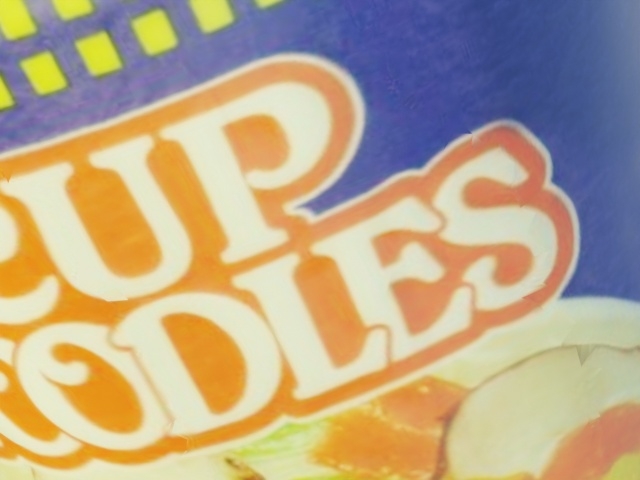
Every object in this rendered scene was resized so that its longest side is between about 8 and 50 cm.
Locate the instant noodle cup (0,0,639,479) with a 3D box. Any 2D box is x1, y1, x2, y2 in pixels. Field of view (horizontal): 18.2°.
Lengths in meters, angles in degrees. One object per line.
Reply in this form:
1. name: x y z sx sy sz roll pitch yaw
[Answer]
1. instant noodle cup: 0.000 0.000 0.539 0.284 0.284 0.312 -53 127 -49
